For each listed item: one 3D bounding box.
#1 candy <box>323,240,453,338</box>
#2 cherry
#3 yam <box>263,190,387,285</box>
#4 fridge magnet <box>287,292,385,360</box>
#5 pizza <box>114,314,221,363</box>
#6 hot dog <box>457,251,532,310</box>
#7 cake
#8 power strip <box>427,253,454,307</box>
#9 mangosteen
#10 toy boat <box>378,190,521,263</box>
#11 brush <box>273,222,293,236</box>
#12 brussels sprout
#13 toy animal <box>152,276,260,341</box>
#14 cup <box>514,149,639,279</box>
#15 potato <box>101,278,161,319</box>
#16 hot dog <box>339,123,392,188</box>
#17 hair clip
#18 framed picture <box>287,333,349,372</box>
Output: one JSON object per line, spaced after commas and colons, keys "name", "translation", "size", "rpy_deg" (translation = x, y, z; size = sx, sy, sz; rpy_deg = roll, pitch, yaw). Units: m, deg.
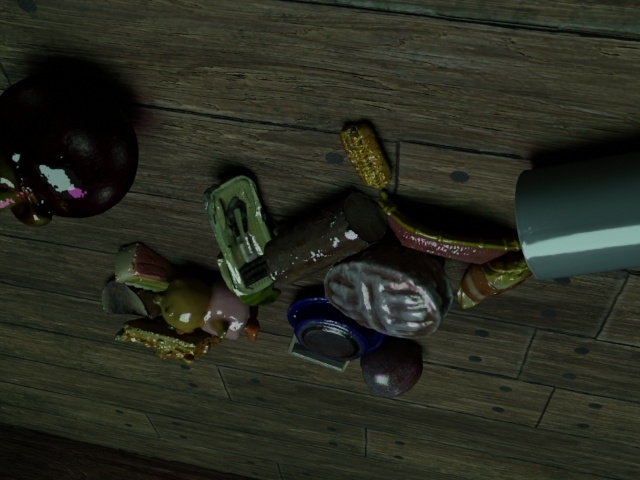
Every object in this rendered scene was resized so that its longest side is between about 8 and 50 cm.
{"name": "candy", "translation": [0.151, 0.102, 1.731], "size": [0.290, 0.157, 0.214], "rpy_deg": [9, 134, 35]}
{"name": "cherry", "translation": [0.197, 0.356, 2.175], "size": [0.176, 0.140, 0.176], "rpy_deg": [8, 133, 9]}
{"name": "yam", "translation": [0.000, -0.001, 1.704], "size": [0.280, 0.131, 0.131], "rpy_deg": [-27, 129, 35]}
{"name": "fridge magnet", "translation": [0.038, 0.228, 2.071], "size": [0.266, 0.112, 0.265], "rpy_deg": [12, 144, 9]}
{"name": "pizza", "translation": [-0.396, 0.255, 2.232], "size": [0.258, 0.268, 0.087], "rpy_deg": [14, 108, 23]}
{"name": "hot dog", "translation": [0.369, 0.074, 1.710], "size": [0.123, 0.093, 0.261], "rpy_deg": [-11, 163, -35]}
{"name": "cake", "translation": [-0.446, 0.103, 2.115], "size": [0.109, 0.090, 0.225], "rpy_deg": [-21, 135, 35]}
{"name": "power strip", "translation": [0.235, 0.089, 1.843], "size": [0.137, 0.044, 0.216], "rpy_deg": [2, 145, 22]}
{"name": "mangosteen", "translation": [-0.509, -0.177, 1.528], "size": [0.297, 0.293, 0.297], "rpy_deg": [10, 110, 28]}
{"name": "toy boat", "translation": [0.264, -0.013, 1.636], "size": [0.318, 0.099, 0.141], "rpy_deg": [16, -171, -1]}
{"name": "brush", "translation": [0.033, 0.020, 1.832], "size": [0.299, 0.039, 0.042], "rpy_deg": [19, 146, -7]}
{"name": "brussels sprout", "translation": [-0.175, 0.082, 1.923], "size": [0.101, 0.139, 0.181], "rpy_deg": [-10, 136, 23]}
{"name": "toy animal", "translation": [-0.298, 0.177, 2.076], "size": [0.281, 0.195, 0.169], "rpy_deg": [4, 117, -8]}
{"name": "cup", "translation": [0.516, -0.047, 1.369], "size": [0.312, 0.205, 0.205], "rpy_deg": [-9, 140, 32]}
{"name": "potato", "translation": [-0.523, 0.150, 2.243], "size": [0.261, 0.100, 0.120], "rpy_deg": [0, 108, 48]}
{"name": "hot dog", "translation": [0.089, -0.161, 1.524], "size": [0.071, 0.045, 0.165], "rpy_deg": [-4, 142, 24]}
{"name": "hair clip", "translation": [-0.182, -0.023, 1.775], "size": [0.091, 0.138, 0.321], "rpy_deg": [41, 155, 42]}
{"name": "framed picture", "translation": [0.010, 0.299, 2.281], "size": [0.189, 0.023, 0.260], "rpy_deg": [19, 148, -1]}
